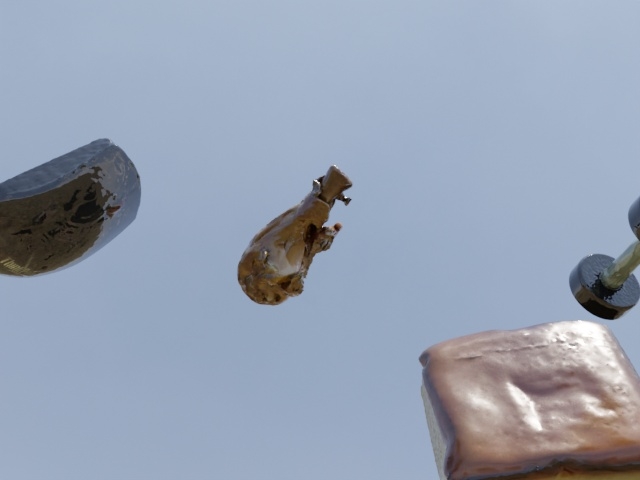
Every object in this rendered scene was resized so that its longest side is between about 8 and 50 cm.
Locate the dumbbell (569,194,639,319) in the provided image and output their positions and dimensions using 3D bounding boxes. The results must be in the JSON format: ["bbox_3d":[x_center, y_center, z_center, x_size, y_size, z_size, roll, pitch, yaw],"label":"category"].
[{"bbox_3d":[0.432,0.021,1.107,0.100,0.100,0.191,12,-40,-12],"label":"dumbbell"}]

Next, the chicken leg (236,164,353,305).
[{"bbox_3d":[-0.031,-0.002,1.016,0.085,0.101,0.207,35,-75,-14],"label":"chicken leg"}]

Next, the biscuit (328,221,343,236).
[{"bbox_3d":[0.000,0.000,1.156,0.078,0.015,0.091,-34,-7,9],"label":"biscuit"}]

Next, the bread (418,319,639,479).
[{"bbox_3d":[0.326,0.273,1.224,0.323,0.333,0.143,-8,-60,1],"label":"bread"}]

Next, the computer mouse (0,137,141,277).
[{"bbox_3d":[-0.387,-0.033,1.211,0.100,0.269,0.170,40,-33,27],"label":"computer mouse"}]
